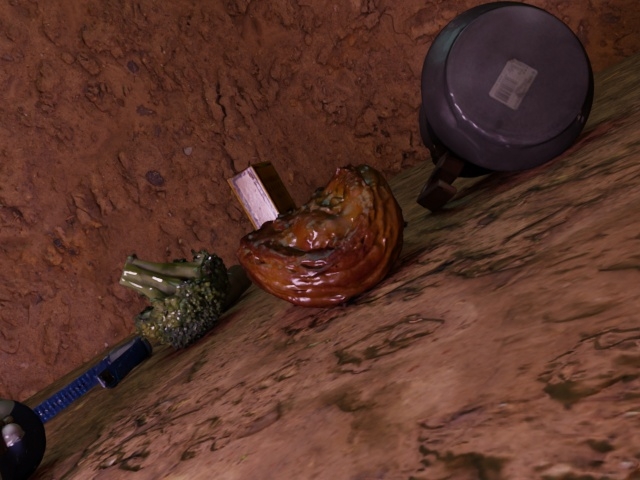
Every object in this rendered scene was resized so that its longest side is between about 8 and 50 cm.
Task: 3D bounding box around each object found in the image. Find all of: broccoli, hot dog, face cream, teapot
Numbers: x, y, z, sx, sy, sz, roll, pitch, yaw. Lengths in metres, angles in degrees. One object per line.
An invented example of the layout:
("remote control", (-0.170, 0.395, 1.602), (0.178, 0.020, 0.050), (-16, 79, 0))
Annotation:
("broccoli", (-0.339, 0.140, 1.520), (0.259, 0.236, 0.288), (-6, -9, -20))
("hot dog", (0.000, 0.000, 1.062), (0.266, 0.174, 0.387), (-33, 5, -8))
("face cream", (-0.311, 0.185, 1.763), (0.137, 0.084, 0.341), (-15, 20, 37))
("teapot", (0.313, -0.233, 1.241), (0.376, 0.305, 0.362), (-59, -3, -3))

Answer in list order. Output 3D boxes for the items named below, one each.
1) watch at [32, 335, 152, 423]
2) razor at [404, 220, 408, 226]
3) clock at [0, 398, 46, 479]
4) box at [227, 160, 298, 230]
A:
("watch", (-0.583, 0.362, 1.656), (0.276, 0.068, 0.274), (-29, 9, 18))
("razor", (0.097, 0.003, 1.318), (0.190, 0.033, 0.066), (-34, 5, -33))
("clock", (-0.500, 0.323, 0.929), (0.199, 0.147, 0.243), (-26, 8, -7))
("box", (-0.118, -0.063, 1.730), (0.084, 0.302, 0.193), (-29, 4, 15))
